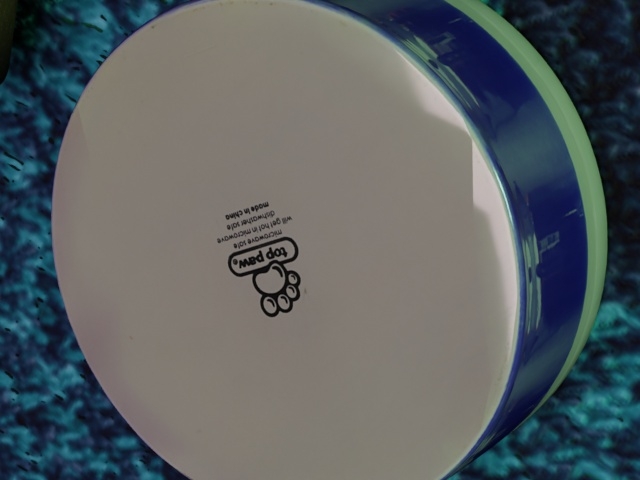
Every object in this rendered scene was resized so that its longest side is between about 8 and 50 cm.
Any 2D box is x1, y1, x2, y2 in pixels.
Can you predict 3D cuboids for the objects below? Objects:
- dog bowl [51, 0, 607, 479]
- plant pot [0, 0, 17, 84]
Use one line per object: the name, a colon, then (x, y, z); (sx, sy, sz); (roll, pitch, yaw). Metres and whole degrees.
dog bowl: (0.000, 0.000, 0.866); (0.265, 0.104, 0.265); (9, 108, 28)
plant pot: (-0.240, -0.183, 0.913); (0.215, 0.215, 0.230); (6, 121, 29)
